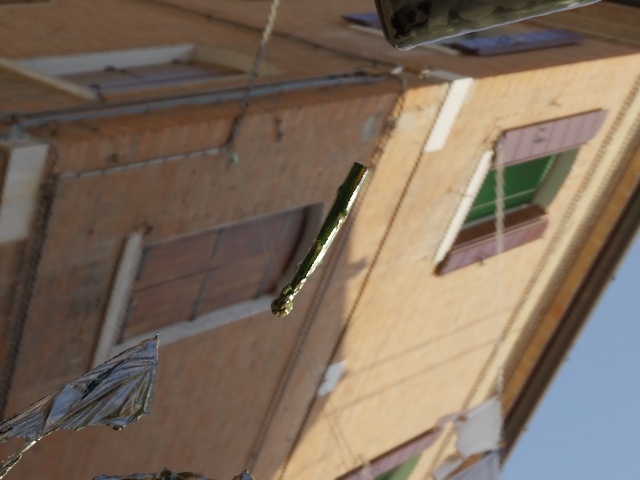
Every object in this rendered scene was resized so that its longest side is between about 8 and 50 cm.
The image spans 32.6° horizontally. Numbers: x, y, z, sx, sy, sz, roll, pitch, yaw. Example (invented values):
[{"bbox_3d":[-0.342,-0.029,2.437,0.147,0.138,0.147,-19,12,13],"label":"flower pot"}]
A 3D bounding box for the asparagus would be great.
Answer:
[{"bbox_3d":[0.000,0.000,0.784,0.127,0.018,0.015,-61,-158,-10],"label":"asparagus"}]

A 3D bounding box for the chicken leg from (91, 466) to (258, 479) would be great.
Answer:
[{"bbox_3d":[-0.137,0.284,0.551,0.201,0.152,0.429,33,-73,10],"label":"chicken leg"}]

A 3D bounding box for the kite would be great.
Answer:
[{"bbox_3d":[-0.253,0.174,1.033,0.335,0.314,0.012,-18,-73,42],"label":"kite"}]

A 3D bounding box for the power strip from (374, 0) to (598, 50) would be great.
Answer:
[{"bbox_3d":[0.090,-0.155,0.555,0.105,0.257,0.070,-13,-74,15],"label":"power strip"}]
